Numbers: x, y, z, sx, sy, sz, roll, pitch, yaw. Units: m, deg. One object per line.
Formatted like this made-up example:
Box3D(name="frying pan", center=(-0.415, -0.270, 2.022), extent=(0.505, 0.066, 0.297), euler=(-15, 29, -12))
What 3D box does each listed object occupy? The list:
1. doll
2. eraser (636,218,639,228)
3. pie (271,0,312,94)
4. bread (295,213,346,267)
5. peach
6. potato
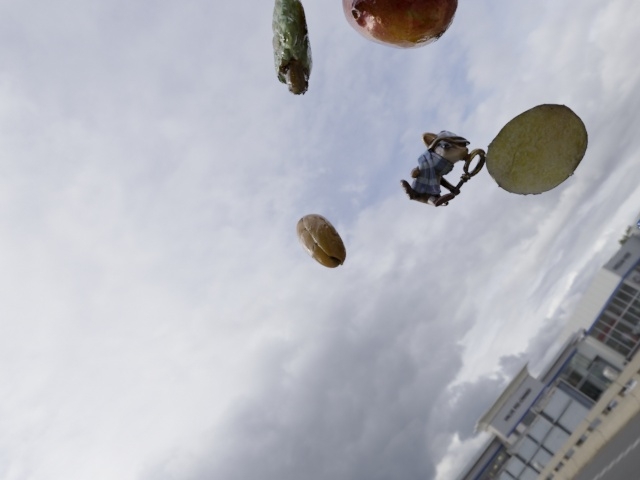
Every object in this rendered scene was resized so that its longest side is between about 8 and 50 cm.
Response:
Box3D(name="doll", center=(0.508, -0.292, 2.020), extent=(0.318, 0.209, 0.339), euler=(22, -89, -30))
Box3D(name="eraser", center=(0.745, -0.026, 1.041), extent=(0.027, 0.063, 0.085), euler=(-48, 12, -13))
Box3D(name="pie", center=(-0.081, -0.583, 1.380), extent=(0.274, 0.106, 0.257), euler=(78, -168, -48))
Box3D(name="bread", center=(0.000, 0.000, 1.411), extent=(0.114, 0.189, 0.077), euler=(-40, -14, 6))
Box3D(name="peach", center=(0.247, -0.774, 1.545), extent=(0.372, 0.373, 0.290), euler=(-45, -3, -13))
Box3D(name="potato", center=(0.631, -0.256, 1.426), extent=(0.299, 0.239, 0.116), euler=(-42, -8, 7))
